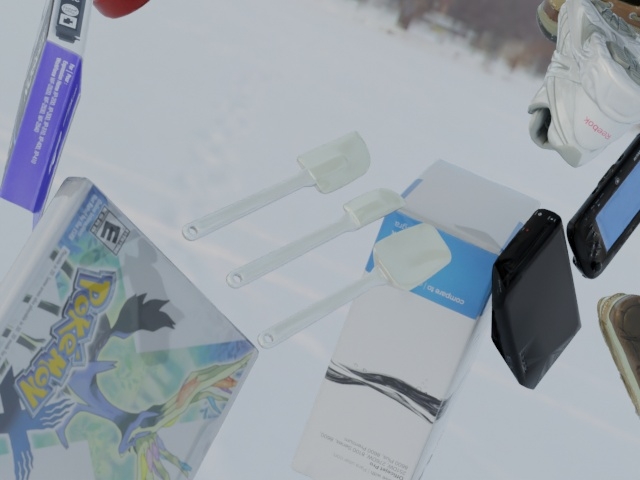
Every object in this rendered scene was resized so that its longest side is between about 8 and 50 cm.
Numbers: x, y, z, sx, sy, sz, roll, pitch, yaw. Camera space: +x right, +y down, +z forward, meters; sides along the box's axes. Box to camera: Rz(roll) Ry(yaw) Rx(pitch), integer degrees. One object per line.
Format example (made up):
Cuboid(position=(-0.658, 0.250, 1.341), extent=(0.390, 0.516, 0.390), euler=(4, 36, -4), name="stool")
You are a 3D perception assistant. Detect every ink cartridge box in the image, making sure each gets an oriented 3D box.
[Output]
Cuboid(position=(0.128, 0.123, 2.028), extent=(0.166, 0.395, 0.285), euler=(24, 20, 10), name="ink cartridge box")
Cuboid(position=(-0.256, -0.136, 1.433), extent=(0.045, 0.206, 0.208), euler=(13, 44, -15), name="ink cartridge box")

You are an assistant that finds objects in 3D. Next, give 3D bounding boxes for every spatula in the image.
Cuboid(position=(0.000, 0.000, 1.426), extent=(0.242, 0.019, 0.168), euler=(-28, 80, -38), name="spatula")

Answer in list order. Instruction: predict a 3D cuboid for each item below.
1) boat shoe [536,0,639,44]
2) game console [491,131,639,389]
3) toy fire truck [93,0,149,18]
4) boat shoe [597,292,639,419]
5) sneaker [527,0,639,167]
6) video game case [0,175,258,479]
Cuboid(position=(0.480, -0.331, 2.206), extent=(0.324, 0.120, 0.122), euler=(6, 42, -3), name="boat shoe")
Cuboid(position=(0.321, 0.000, 1.863), extent=(0.044, 0.361, 0.213), euler=(25, -28, 33), name="game console")
Cuboid(position=(-0.226, -0.420, 1.781), extent=(0.169, 0.302, 0.254), euler=(50, 13, -37), name="toy fire truck")
Cuboid(position=(0.321, 0.134, 1.476), extent=(0.068, 0.190, 0.072), euler=(-25, 10, -15), name="boat shoe")
Cuboid(position=(0.215, -0.135, 1.290), extent=(0.090, 0.115, 0.232), euler=(38, 23, -9), name="sneaker")
Cuboid(position=(-0.214, 0.159, 1.409), extent=(0.036, 0.329, 0.300), euler=(5, -32, 40), name="video game case")
